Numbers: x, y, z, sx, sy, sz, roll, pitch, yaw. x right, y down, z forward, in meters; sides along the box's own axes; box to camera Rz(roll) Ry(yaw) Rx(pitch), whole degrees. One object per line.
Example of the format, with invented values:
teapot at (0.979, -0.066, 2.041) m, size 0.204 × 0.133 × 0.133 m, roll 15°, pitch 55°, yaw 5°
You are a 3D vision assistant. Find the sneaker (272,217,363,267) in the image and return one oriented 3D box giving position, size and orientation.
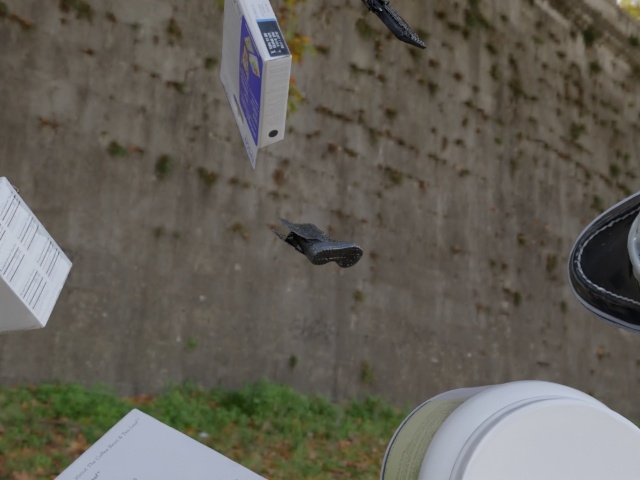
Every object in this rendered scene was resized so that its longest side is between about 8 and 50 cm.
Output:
sneaker at (-0.001, 0.002, 1.496) m, size 0.170 × 0.051 × 0.089 m, roll 3°, pitch 35°, yaw -52°

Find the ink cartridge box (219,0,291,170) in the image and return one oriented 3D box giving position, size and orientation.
ink cartridge box at (-0.095, -0.242, 1.193) m, size 0.045 × 0.206 × 0.208 m, roll -10°, pitch -35°, yaw -17°

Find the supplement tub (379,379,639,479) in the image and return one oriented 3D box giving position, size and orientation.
supplement tub at (0.197, 0.266, 0.880) m, size 0.235 × 0.236 × 0.325 m, roll 9°, pitch -12°, yaw -3°

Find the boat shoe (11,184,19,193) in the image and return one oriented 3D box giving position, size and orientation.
boat shoe at (-0.592, -0.102, 1.507) m, size 0.048 × 0.042 × 0.133 m, roll -9°, pitch -31°, yaw 36°

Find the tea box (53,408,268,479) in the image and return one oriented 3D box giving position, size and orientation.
tea box at (-0.192, 0.403, 0.778) m, size 0.220 × 0.324 × 0.329 m, roll 23°, pitch 37°, yaw 21°

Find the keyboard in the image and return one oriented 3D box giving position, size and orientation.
keyboard at (0.113, -0.406, 1.466) m, size 0.100 × 0.038 × 0.192 m, roll 4°, pitch 42°, yaw -46°

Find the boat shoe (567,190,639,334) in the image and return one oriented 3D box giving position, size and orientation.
boat shoe at (0.221, 0.001, 0.468) m, size 0.102 × 0.108 × 0.301 m, roll 11°, pitch -6°, yaw -21°

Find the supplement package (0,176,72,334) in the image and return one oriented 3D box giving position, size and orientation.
supplement package at (-0.553, 0.036, 1.371) m, size 0.194 × 0.149 × 0.203 m, roll -11°, pitch -49°, yaw 18°
